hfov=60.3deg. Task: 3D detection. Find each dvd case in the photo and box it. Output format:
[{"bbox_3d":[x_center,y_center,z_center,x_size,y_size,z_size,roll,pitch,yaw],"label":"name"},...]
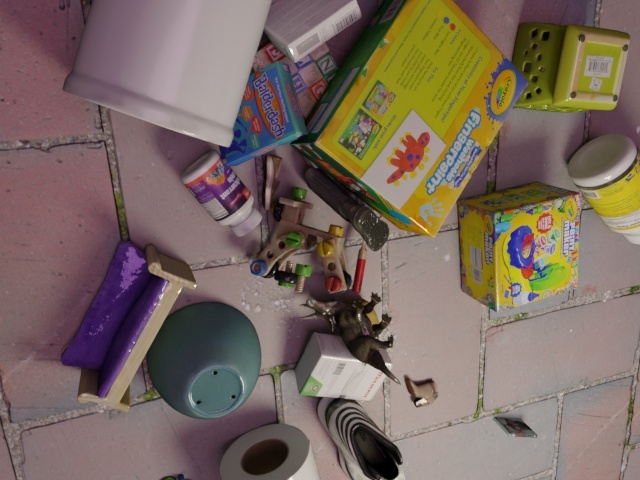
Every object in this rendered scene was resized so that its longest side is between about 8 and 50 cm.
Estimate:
[{"bbox_3d":[0.647,0.621,1.826,0.120,0.087,0.013,10,105,-21],"label":"dvd case"}]

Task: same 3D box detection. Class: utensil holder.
[{"bbox_3d":[-0.271,-0.413,1.064,0.328,0.327,0.385,17,98,-23],"label":"utensil holder"}]

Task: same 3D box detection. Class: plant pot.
[{"bbox_3d":[-0.270,0.320,1.350,0.291,0.195,0.290,-6,107,-19],"label":"plant pot"},{"bbox_3d":[0.658,-0.452,1.447,0.228,0.207,0.227,0,106,-19],"label":"plant pot"},{"bbox_3d":[0.110,0.207,1.518,0.082,0.081,0.083,-11,99,-16],"label":"plant pot"}]

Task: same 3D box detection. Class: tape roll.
[{"bbox_3d":[-0.128,0.637,1.467,0.246,0.246,0.169,-18,111,-14],"label":"tape roll"}]

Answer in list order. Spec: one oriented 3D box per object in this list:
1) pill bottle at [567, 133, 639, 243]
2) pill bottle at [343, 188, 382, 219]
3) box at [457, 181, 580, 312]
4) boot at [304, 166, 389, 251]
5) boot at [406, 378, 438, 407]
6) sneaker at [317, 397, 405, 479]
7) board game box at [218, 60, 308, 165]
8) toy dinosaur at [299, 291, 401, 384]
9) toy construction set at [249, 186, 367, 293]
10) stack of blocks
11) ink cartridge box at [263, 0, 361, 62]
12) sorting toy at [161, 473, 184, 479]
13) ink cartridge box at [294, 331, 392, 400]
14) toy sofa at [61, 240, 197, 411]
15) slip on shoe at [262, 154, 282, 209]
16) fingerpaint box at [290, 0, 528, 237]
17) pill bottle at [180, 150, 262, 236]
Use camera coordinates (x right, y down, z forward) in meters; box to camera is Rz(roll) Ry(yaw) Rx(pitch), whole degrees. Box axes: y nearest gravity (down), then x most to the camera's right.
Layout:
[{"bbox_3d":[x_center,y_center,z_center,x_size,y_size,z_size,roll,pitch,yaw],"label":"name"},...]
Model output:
[{"bbox_3d":[0.901,-0.143,1.636,0.334,0.188,0.188,41,89,-25],"label":"pill bottle"},{"bbox_3d":[0.116,-0.079,1.434,0.078,0.078,0.137,-28,113,-10],"label":"pill bottle"},{"bbox_3d":[0.562,0.011,1.567,0.279,0.177,0.289,-14,110,-17],"label":"box"},{"bbox_3d":[0.063,-0.077,1.353,0.076,0.209,0.189,-47,143,-11],"label":"boot"},{"bbox_3d":[0.316,0.455,1.688,0.087,0.042,0.118,-27,114,-17],"label":"boot"},{"bbox_3d":[0.153,0.647,1.563,0.169,0.257,0.447,-34,114,-8],"label":"sneaker"},{"bbox_3d":[-0.142,-0.270,1.199,0.047,0.210,0.160,-9,83,-58],"label":"board game box"},{"bbox_3d":[0.105,0.236,1.421,0.313,0.160,0.121,49,41,4],"label":"toy dinosaur"},{"bbox_3d":[0.000,0.000,1.359,0.309,0.258,0.237,11,89,-43],"label":"toy construction set"},{"bbox_3d":[-0.030,-0.343,1.297,0.171,0.087,0.297,-36,114,-7],"label":"stack of blocks"},{"bbox_3d":[-0.049,-0.498,1.197,0.181,0.224,0.056,-37,143,-7],"label":"ink cartridge box"},{"bbox_3d":[-0.386,0.675,1.497,0.102,0.042,0.061,17,99,-23],"label":"sorting toy"},{"bbox_3d":[0.062,0.349,1.510,0.220,0.092,0.160,12,122,-23],"label":"ink cartridge box"},{"bbox_3d":[-0.451,0.192,1.272,0.177,0.150,0.362,28,95,-26],"label":"toy sofa"},{"bbox_3d":[-0.118,-0.141,1.349,0.041,0.051,0.135,1,97,-17],"label":"slip on shoe"},{"bbox_3d":[0.210,-0.294,1.269,0.371,0.163,0.444,34,84,-24],"label":"fingerpaint box"},{"bbox_3d":[-0.225,-0.105,1.287,0.108,0.108,0.193,-40,115,-5],"label":"pill bottle"}]
